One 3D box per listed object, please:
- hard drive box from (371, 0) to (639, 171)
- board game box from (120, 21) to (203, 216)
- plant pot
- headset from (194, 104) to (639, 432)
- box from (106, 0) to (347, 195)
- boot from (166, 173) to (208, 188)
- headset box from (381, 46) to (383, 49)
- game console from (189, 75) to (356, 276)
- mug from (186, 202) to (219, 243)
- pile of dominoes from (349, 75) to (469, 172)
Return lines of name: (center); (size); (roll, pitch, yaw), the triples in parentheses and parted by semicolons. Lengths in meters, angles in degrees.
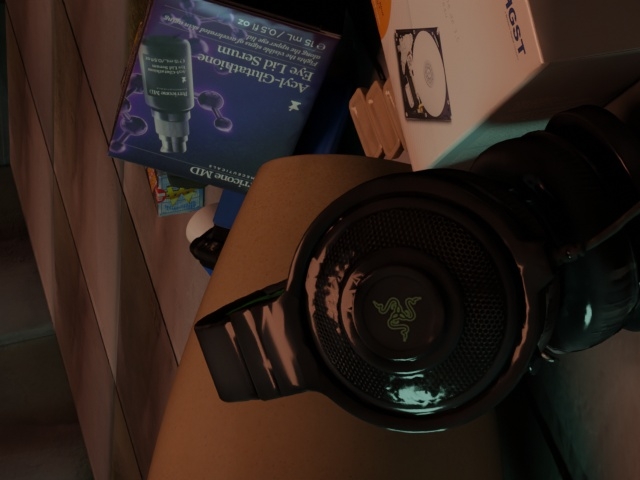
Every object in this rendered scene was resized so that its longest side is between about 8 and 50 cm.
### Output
hard drive box: (0.107, -0.156, 1.020); (0.232, 0.089, 0.181); (135, 124, -70)
board game box: (-0.179, -0.137, 2.061); (0.194, 0.060, 0.194); (130, 128, -69)
plant pot: (0.011, 0.087, 1.185); (0.256, 0.256, 0.274); (151, 125, -73)
headset: (0.108, 0.037, 0.916); (0.394, 0.243, 0.185); (-19, 91, 49)
box: (-0.077, -0.151, 1.438); (0.207, 0.153, 0.108); (113, 168, -46)
boot: (-0.132, -0.168, 1.885); (0.137, 0.077, 0.198); (-110, 32, -45)
headset box: (0.076, -0.152, 1.189); (0.062, 0.032, 0.083); (-69, 21, 4)
game console: (0.000, 0.000, 1.590); (0.250, 0.173, 0.293); (52, 170, -14)
mug: (-0.100, 0.003, 1.905); (0.062, 0.078, 0.064); (-56, 45, 20)
pile of dominoes: (0.101, -0.037, 1.246); (0.251, 0.040, 0.196); (161, 100, -66)
